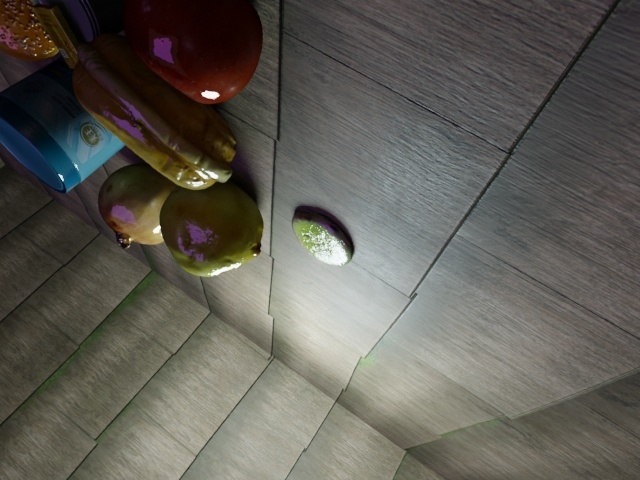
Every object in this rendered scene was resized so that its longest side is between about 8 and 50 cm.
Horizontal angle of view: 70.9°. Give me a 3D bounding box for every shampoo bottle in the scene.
[{"bbox_3d":[-0.818,-0.386,1.459,0.331,0.343,0.331,28,150,18],"label":"shampoo bottle"}]

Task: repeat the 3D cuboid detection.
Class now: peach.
[{"bbox_3d":[-0.346,-0.050,1.462,0.315,0.281,0.315,-1,101,13],"label":"peach"}]

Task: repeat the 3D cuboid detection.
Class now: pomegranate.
[{"bbox_3d":[-0.694,-0.120,1.727,0.338,0.338,0.338,29,151,18],"label":"pomegranate"}]

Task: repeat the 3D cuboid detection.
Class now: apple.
[{"bbox_3d":[-0.240,-0.401,0.865,0.260,0.217,0.260,40,-174,-5],"label":"apple"}]

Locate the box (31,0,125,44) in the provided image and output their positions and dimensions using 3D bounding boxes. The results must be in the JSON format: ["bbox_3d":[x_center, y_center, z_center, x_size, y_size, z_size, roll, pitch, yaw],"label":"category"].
[{"bbox_3d":[-0.566,-0.592,1.063,0.226,0.149,0.226,28,150,18],"label":"box"}]

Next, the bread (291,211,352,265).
[{"bbox_3d":[0.000,0.000,1.388,0.228,0.033,0.229,30,152,18],"label":"bread"}]

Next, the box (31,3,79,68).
[{"bbox_3d":[-0.626,-0.492,1.095,0.089,0.022,0.156,22,148,30],"label":"box"}]

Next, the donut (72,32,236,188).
[{"bbox_3d":[-0.390,-0.308,1.103,0.449,0.198,0.449,43,-178,-2],"label":"donut"}]

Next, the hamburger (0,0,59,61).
[{"bbox_3d":[-0.847,-0.651,1.238,0.151,0.227,0.295,41,167,52],"label":"hamburger"}]
